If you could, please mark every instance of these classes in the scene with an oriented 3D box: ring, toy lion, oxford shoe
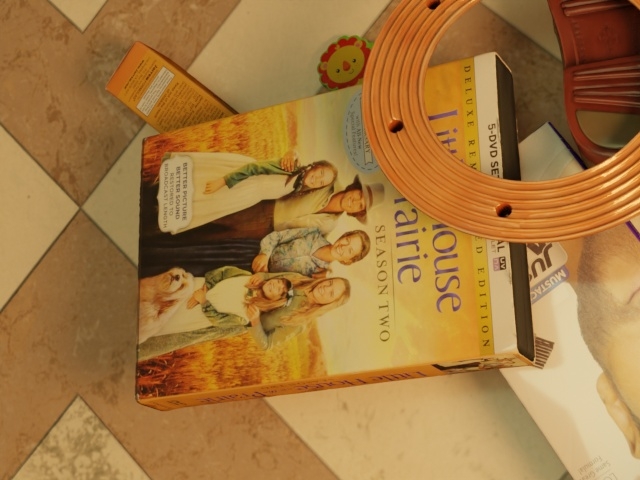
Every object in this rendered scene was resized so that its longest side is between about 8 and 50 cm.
[{"bbox_3d":[0.203,-0.146,1.070,0.337,0.032,0.336,-8,63,16],"label":"ring"},{"bbox_3d":[0.046,-0.196,1.329,0.100,0.034,0.096,-24,64,19],"label":"toy lion"},{"bbox_3d":[0.292,-0.201,1.167,0.123,0.130,0.348,0,62,18],"label":"oxford shoe"}]

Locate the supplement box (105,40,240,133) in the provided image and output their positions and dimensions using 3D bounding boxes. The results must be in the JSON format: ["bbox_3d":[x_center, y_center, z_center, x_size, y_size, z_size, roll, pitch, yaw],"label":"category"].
[{"bbox_3d":[-0.146,-0.141,1.378,0.233,0.078,0.080,37,97,26],"label":"supplement box"}]

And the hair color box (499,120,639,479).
[{"bbox_3d":[0.256,0.074,1.138,0.185,0.110,0.339,-39,69,13],"label":"hair color box"}]

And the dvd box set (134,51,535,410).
[{"bbox_3d":[0.000,0.000,1.183,0.420,0.062,0.307,-10,70,26],"label":"dvd box set"}]
